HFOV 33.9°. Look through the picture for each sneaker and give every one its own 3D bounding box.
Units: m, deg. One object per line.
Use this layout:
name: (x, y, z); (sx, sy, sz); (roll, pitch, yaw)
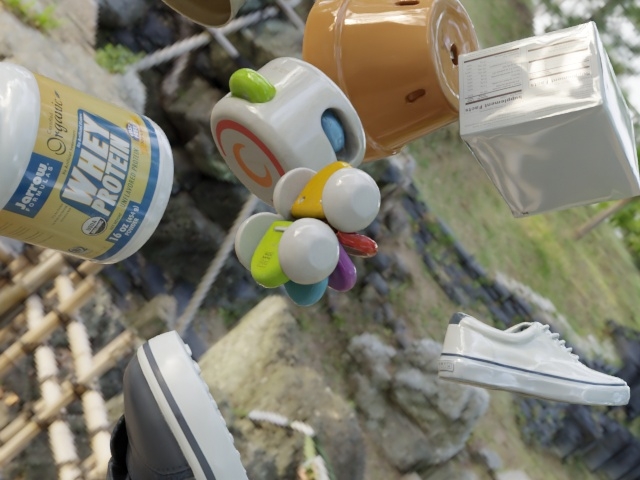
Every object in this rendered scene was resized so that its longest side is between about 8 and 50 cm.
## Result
sneaker: (0.267, 0.145, 1.270); (0.258, 0.091, 0.094); (14, -10, -21)
sneaker: (-0.091, 0.211, 0.684); (0.126, 0.128, 0.321); (-128, -160, -57)

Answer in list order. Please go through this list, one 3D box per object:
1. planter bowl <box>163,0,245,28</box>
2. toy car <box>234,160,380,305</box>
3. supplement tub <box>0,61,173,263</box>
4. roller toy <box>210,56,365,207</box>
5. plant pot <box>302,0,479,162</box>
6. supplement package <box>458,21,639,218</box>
planter bowl: (-0.109, -0.293, 0.969); (0.162, 0.109, 0.162); (36, -17, 13)
toy car: (0.000, 0.000, 1.249); (0.136, 0.182, 0.159); (49, -22, -27)
supplement tub: (-0.245, -0.069, 0.914); (0.200, 0.144, 0.144); (19, 28, -42)
roller toy: (-0.040, -0.146, 1.441); (0.191, 0.146, 0.209); (45, -22, 7)
plant pot: (0.133, -0.283, 1.720); (0.291, 0.204, 0.290); (16, 71, -56)
supplement package: (0.343, -0.168, 1.558); (0.262, 0.204, 0.145); (44, 42, -52)
